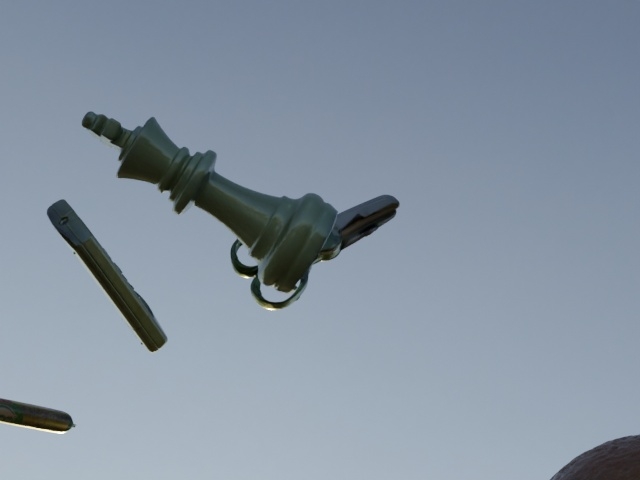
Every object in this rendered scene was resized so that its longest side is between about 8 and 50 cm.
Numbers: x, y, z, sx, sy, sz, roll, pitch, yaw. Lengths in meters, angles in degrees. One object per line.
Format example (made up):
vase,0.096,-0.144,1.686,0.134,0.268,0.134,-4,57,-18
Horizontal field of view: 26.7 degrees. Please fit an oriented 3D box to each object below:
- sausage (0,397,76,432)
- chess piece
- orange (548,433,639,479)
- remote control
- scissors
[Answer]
sausage,-0.431,0.221,1.766,0.033,0.033,0.269,-26,-32,37
chess piece,-0.066,-0.031,0.747,0.149,0.059,0.059,31,-41,-2
orange,0.336,0.348,1.245,0.322,0.357,0.322,-5,-69,-13
remote control,-0.263,0.048,1.678,0.038,0.098,0.233,-38,-45,-9
scissors,0.000,0.000,1.527,0.204,0.101,0.027,-28,-25,-17
